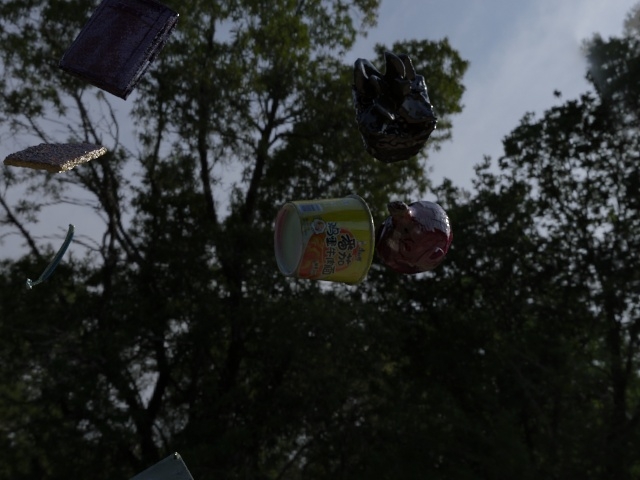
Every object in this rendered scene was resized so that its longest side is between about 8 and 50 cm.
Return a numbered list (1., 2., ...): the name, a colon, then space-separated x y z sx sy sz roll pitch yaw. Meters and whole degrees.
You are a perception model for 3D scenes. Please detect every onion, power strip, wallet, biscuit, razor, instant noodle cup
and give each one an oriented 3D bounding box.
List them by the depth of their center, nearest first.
1. wallet: -0.295 -0.295 0.890 0.111 0.166 0.030 25 -20 -1
2. power strip: -0.359 0.556 1.256 0.215 0.145 0.061 -27 -30 -28
3. onion: 0.195 -0.008 1.272 0.173 0.135 0.198 -35 -29 7
4. biscuit: -0.588 -0.195 1.362 0.131 0.237 0.026 10 -70 1
5. razor: -0.679 0.043 1.542 0.037 0.191 0.068 38 -12 -22
6. instant noodle cup: 0.000 0.000 1.648 0.200 0.264 0.264 0 -26 -26

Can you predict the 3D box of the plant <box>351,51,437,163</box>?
1. plant: 0.180 -0.320 1.478 0.188 0.199 0.276 -11 -23 7
